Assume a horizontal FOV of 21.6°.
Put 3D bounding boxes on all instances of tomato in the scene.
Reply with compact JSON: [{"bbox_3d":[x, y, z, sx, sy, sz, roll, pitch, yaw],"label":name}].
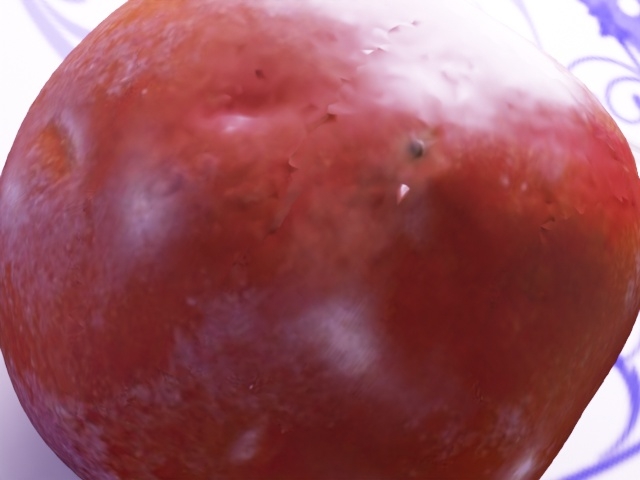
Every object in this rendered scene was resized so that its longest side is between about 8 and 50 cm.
[{"bbox_3d":[-0.002,0.003,0.583,0.232,0.188,0.232,9,58,-15],"label":"tomato"}]
